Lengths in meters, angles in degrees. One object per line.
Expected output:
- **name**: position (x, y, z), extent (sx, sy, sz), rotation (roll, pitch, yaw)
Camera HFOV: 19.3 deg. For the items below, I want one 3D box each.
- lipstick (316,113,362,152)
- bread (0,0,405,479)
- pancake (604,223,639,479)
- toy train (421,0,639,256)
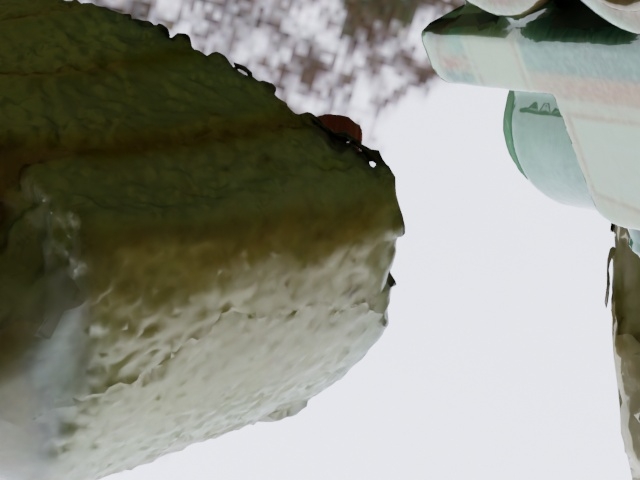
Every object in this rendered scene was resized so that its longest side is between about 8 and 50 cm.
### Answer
- **lipstick**: position (-0.001, 0.000, 1.921), extent (0.073, 0.073, 0.279), rotation (13, -123, -6)
- **bread**: position (-0.181, 0.009, 1.103), extent (0.395, 0.239, 0.264), rotation (21, -145, 24)
- **pancake**: position (0.205, 0.036, 0.824), extent (0.082, 0.387, 0.387), rotation (4, -156, 31)
- **toy train**: position (0.088, -0.041, 0.356), extent (0.081, 0.125, 0.194), rotation (-30, -159, -22)
